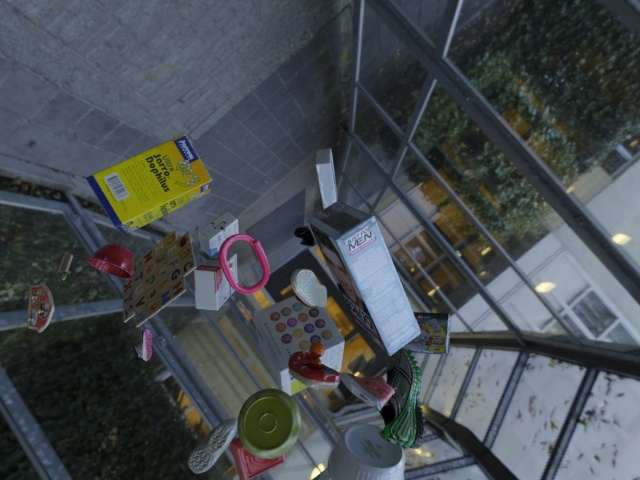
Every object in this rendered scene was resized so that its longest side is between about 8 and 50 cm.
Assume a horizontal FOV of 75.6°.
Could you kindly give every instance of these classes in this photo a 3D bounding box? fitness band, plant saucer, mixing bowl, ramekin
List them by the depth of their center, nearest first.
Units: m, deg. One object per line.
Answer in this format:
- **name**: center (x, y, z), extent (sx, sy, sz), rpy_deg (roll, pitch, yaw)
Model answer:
- **ramekin**: center (0.169, 0.762, 1.439), extent (0.273, 0.272, 0.127), rpy_deg (-19, 124, -65)
- **plant saucer**: center (-0.192, 0.671, 1.521), extent (0.241, 0.241, 0.037), rpy_deg (-36, 159, -11)
- **mixing bowl**: center (-0.848, 0.075, 1.707), extent (0.181, 0.181, 0.098), rpy_deg (126, -17, -62)
- **fitness band**: center (-0.355, 0.108, 1.923), extent (0.209, 0.291, 0.054), rpy_deg (-29, -160, -25)
- **plant saucer**: center (-0.294, 1.053, 2.044), extent (0.259, 0.258, 0.047), rpy_deg (-16, -159, -21)

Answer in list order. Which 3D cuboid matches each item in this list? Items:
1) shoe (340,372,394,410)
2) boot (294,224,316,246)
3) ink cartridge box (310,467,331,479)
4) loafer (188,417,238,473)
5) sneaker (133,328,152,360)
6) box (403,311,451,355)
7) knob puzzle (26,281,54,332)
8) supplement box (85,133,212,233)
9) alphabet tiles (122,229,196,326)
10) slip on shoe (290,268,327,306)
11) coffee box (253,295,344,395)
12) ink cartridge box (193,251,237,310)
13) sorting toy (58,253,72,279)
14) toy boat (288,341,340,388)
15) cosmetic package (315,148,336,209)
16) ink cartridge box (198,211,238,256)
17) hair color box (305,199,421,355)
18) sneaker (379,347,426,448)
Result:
- **shoe**: center (0.150, 0.462, 1.321), extent (0.081, 0.178, 0.063), rpy_deg (-35, 128, -28)
- **boot**: center (0.000, 0.000, 2.092), extent (0.094, 0.246, 0.207), rpy_deg (-59, 172, 21)
- **ink cartridge box**: center (0.107, 1.072, 1.815), extent (0.232, 0.168, 0.171), rpy_deg (-16, 162, -39)
- **loafer**: center (-0.463, 0.895, 1.799), extent (0.319, 0.112, 0.111), rpy_deg (-48, 168, 19)
- **sneaker**: center (-0.832, 0.483, 1.923), extent (0.063, 0.074, 0.170), rpy_deg (-65, 166, -64)
- **box**: center (0.407, 0.375, 1.683), extent (0.233, 0.159, 0.044), rpy_deg (-3, 149, 32)
- **knob puzzle**: center (-1.086, 0.257, 1.590), extent (0.213, 0.213, 0.030), rpy_deg (-41, 155, 23)
- **supplement box**: center (-0.596, -0.196, 1.476), extent (0.356, 0.195, 0.194), rpy_deg (-31, -177, -18)
- **alphabet tiles**: center (-0.566, 0.124, 1.430), extent (0.342, 0.285, 0.011), rpy_deg (-36, 139, 13)
- **slip on shoe**: center (-0.056, 0.186, 1.516), extent (0.101, 0.123, 0.331), rpy_deg (-3, 162, 13)
- **coffee box**: center (-0.107, 0.508, 2.047), extent (0.334, 0.338, 0.338), rpy_deg (-21, 143, -18)
- **ink cartridge box**: center (-0.501, 0.189, 2.005), extent (0.114, 0.197, 0.273), rpy_deg (4, -163, 8)
- **sorting toy**: center (-0.813, 0.086, 1.314), extent (0.062, 0.083, 0.012), rpy_deg (-5, 158, 38)
- **toy boat**: center (-0.023, 0.460, 1.564), extent (0.151, 0.151, 0.231), rpy_deg (15, 174, -32)
- **cosmetic package**: center (0.026, -0.236, 1.637), extent (0.060, 0.099, 0.239), rpy_deg (-5, 136, 6)
- **ink cartridge box**: center (-0.536, -0.034, 2.181), extent (0.203, 0.086, 0.148), rpy_deg (-43, 160, -34)
- **hair color box**: center (0.113, 0.096, 1.068), extent (0.113, 0.374, 0.185), rpy_deg (-32, -153, -13)
- **sneaker**: center (0.258, 0.511, 1.401), extent (0.344, 0.146, 0.134), rpy_deg (-87, -166, -46)
